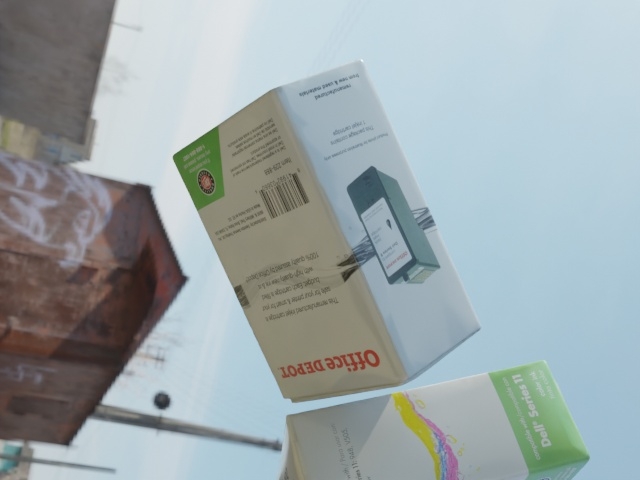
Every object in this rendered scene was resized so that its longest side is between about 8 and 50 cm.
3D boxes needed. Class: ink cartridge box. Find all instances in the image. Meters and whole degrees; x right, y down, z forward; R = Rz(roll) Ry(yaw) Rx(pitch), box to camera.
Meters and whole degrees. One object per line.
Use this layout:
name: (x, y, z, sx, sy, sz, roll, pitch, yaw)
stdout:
ink cartridge box: (0.070, 0.250, 0.938, 0.207, 0.353, 0.119, 101, -24, -55)
ink cartridge box: (0.000, 0.000, 0.897, 0.211, 0.121, 0.289, -20, -85, 52)
